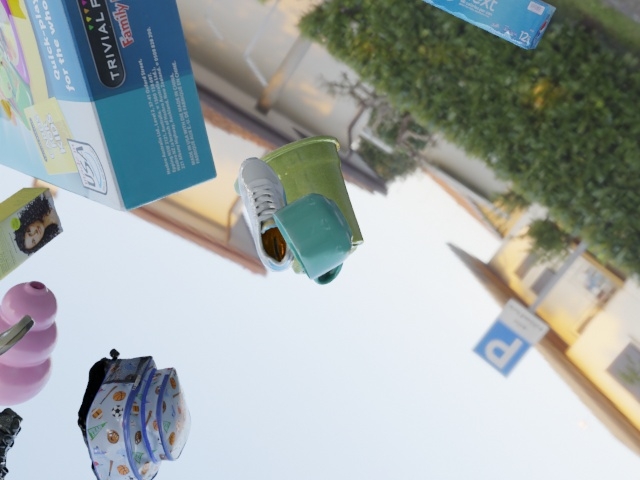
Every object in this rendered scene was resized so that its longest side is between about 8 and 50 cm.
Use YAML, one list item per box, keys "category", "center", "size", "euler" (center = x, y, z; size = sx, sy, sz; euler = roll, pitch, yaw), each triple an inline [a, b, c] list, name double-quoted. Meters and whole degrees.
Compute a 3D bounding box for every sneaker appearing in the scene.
- category: "sneaker"
  center: [-0.098, -0.053, 1.347]
  size: [0.092, 0.087, 0.228]
  euler: [129, 123, -83]
- category: "sneaker"
  center: [-0.638, 0.417, 1.389]
  size: [0.227, 0.130, 0.087]
  euler: [50, 157, 28]

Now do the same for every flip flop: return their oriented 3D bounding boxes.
- category: "flip flop"
  center: [-0.719, 0.230, 1.441]
  size: [0.080, 0.277, 0.112]
  euler: [56, 174, -18]

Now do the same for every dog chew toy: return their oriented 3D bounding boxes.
- category: "dog chew toy"
  center: [-0.745, 0.244, 1.737]
  size: [0.206, 0.332, 0.206]
  euler: [23, -159, -9]

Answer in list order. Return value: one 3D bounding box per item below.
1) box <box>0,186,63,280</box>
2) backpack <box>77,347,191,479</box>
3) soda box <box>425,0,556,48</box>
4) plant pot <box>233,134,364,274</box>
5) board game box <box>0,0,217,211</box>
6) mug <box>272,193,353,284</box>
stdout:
- category: "box"
  center: [-0.494, 0.004, 1.078]
  size: [0.058, 0.087, 0.232]
  euler: [3, -148, 19]
- category: "backpack"
  center: [-0.422, 0.424, 1.616]
  size: [0.263, 0.213, 0.276]
  euler: [-69, -33, -61]
- category: "soda box"
  center: [0.235, -0.359, 1.046]
  size: [0.210, 0.067, 0.071]
  euler: [32, -154, 15]
- category: "plant pot"
  center: [-0.028, -0.068, 1.658]
  size: [0.276, 0.276, 0.254]
  euler: [0, -118, -65]
- category: "board game box"
  center: [-0.226, -0.176, 0.545]
  size: [0.079, 0.254, 0.336]
  euler: [-26, -153, -34]
- category: "mug"
  center: [-0.005, -0.008, 1.179]
  size: [0.129, 0.097, 0.158]
  euler: [58, 174, 17]
